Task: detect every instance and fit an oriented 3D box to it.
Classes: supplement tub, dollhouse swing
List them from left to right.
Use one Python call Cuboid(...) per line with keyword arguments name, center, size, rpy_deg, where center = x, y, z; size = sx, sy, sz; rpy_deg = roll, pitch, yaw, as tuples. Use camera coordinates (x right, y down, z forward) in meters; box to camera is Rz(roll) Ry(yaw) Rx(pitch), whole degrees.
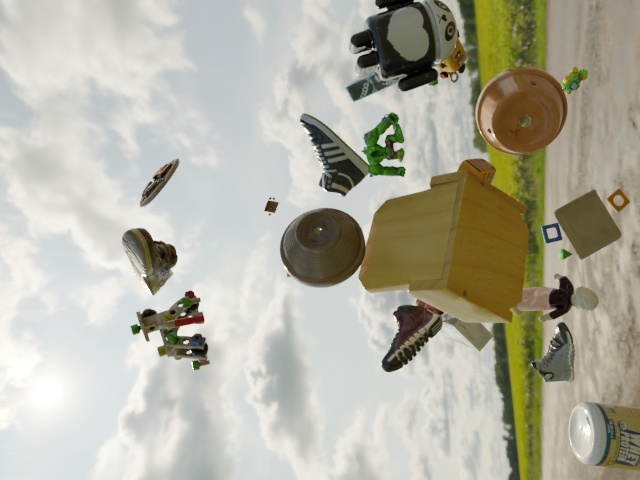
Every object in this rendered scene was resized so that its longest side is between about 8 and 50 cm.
Cuboid(name="dollhouse swing", center=(0.331, 0.039, 1.526), size=(0.315, 0.305, 0.346), rpy_deg=(27, -118, -21))
Cuboid(name="supplement tub", center=(0.709, 0.460, 1.314), size=(0.144, 0.200, 0.144), rpy_deg=(-174, 90, -89))

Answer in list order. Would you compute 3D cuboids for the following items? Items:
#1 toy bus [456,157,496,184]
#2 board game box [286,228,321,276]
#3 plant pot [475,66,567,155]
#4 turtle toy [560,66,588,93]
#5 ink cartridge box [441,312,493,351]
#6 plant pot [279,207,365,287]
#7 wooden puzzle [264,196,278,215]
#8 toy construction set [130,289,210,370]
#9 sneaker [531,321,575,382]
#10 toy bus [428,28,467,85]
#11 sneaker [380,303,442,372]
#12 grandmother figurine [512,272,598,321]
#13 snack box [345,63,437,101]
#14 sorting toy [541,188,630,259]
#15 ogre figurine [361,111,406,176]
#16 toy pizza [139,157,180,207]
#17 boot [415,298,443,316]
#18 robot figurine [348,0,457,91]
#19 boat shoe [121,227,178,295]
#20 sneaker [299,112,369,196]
Cuboid(name="toy bus", center=(0.583, -0.161, 2.259), size=(0.108, 0.130, 0.332), rpy_deg=(53, 142, 43))
Cuboid(name="board game box", center=(-0.060, 0.039, 2.351), size=(0.039, 0.124, 0.259), rpy_deg=(-114, 34, -61))
Cuboid(name="plant pot", center=(0.654, -0.402, 1.805), size=(0.203, 0.291, 0.290), rpy_deg=(-59, -39, -64))
Cuboid(name="turtle toy", center=(0.978, -0.619, 2.162), size=(0.130, 0.066, 0.095), rpy_deg=(-47, -10, -10))
Cuboid(name="ink cartridge box", center=(0.548, 0.335, 2.168), size=(0.153, 0.087, 0.208), rpy_deg=(44, 172, -8))
Cuboid(name="plant pot", center=(0.000, 0.000, 1.505), size=(0.109, 0.237, 0.237), rpy_deg=(73, -162, -62))
Cuboid(name="wooden puzzle", center=(-0.198, -0.138, 2.262), size=(0.006, 0.049, 0.083), rpy_deg=(50, 123, 52))
Cuboid(name="toy construction set", center=(-0.501, 0.293, 1.835), size=(0.309, 0.237, 0.257), rpy_deg=(118, 140, -66))
Cuboid(name="sneaker", center=(0.774, 0.386, 1.876), size=(0.086, 0.132, 0.228), rpy_deg=(-83, -18, -70))
Cuboid(name="toy bus", center=(0.469, -0.651, 1.997), size=(0.202, 0.104, 0.191), rpy_deg=(-16, -63, -33))
Cuboid(name="sneaker", center=(0.288, 0.333, 1.998), size=(0.281, 0.162, 0.106), rpy_deg=(-38, -40, -15))
Cuboid(name="grandmother figurine", center=(0.915, 0.225, 2.180), size=(0.104, 0.342, 0.207), rpy_deg=(21, -104, -28))
Cuboid(name="snack box", center=(0.252, -0.550, 1.769), size=(0.060, 0.322, 0.187), rpy_deg=(59, -140, -20))
Cuboid(name="sorting toy", center=(0.925, -0.055, 1.948), size=(0.196, 0.348, 0.047), rpy_deg=(63, 172, 3))
Cuboid(name="ogre figurine", center=(0.187, -0.268, 1.645), size=(0.197, 0.118, 0.097), rpy_deg=(86, 159, -49))
Cuboid(name="toy pizza", center=(-0.525, -0.192, 1.800), size=(0.032, 0.201, 0.201), rpy_deg=(39, -141, -24))
Cuboid(name="boot", center=(0.439, 0.291, 2.136), size=(0.244, 0.088, 0.176), rpy_deg=(-13, 63, 66))
Cuboid(name="robot figurine", center=(0.217, -0.523, 1.464), size=(0.173, 0.278, 0.209), rpy_deg=(-106, -1, -47))
Cuboid(name="boat shoe", center=(-0.478, 0.045, 1.617), size=(0.123, 0.123, 0.342), rpy_deg=(-36, -19, -24))
Cuboid(name="sneaker", center=(0.013, -0.253, 1.731), size=(0.282, 0.153, 0.099), rpy_deg=(40, -177, -18))
